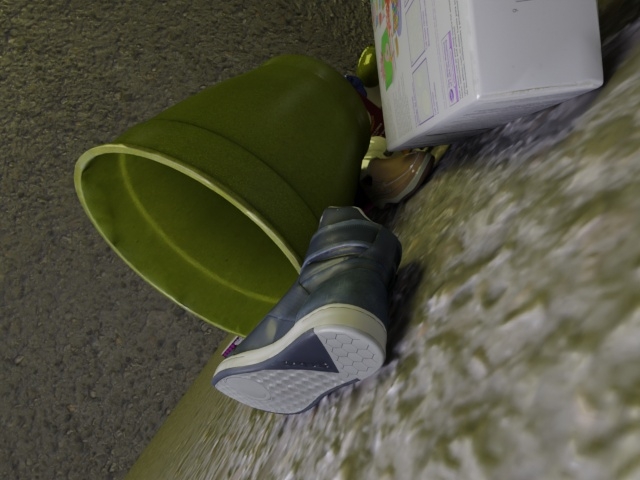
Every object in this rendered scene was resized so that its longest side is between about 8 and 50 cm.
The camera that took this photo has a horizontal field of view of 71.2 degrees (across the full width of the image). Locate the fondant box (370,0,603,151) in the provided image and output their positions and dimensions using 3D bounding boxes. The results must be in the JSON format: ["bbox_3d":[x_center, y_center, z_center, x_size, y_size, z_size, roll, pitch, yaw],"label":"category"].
[{"bbox_3d":[0.126,-0.229,0.449,0.330,0.096,0.239,-119,22,-84],"label":"fondant box"}]

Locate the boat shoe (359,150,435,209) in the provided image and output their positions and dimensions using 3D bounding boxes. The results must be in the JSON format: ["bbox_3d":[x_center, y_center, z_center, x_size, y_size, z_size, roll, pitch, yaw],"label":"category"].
[{"bbox_3d":[0.101,-0.095,0.669,0.068,0.072,0.190,-55,5,-17],"label":"boat shoe"}]

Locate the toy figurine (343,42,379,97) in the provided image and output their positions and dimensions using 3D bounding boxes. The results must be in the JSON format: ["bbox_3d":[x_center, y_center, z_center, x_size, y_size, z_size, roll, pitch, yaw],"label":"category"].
[{"bbox_3d":[0.116,-0.383,1.286,0.363,0.191,0.217,-63,-12,20],"label":"toy figurine"}]

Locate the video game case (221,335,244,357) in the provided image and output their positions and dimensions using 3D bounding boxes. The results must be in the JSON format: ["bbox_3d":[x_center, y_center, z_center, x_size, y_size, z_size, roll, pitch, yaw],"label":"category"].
[{"bbox_3d":[-0.193,0.230,1.350,0.232,0.041,0.210,-49,6,37],"label":"video game case"}]

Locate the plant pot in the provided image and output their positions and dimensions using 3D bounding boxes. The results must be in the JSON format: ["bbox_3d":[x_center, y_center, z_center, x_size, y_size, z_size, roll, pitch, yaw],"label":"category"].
[{"bbox_3d":[-0.091,-0.093,0.688,0.353,0.366,0.366,-58,7,-35],"label":"plant pot"}]

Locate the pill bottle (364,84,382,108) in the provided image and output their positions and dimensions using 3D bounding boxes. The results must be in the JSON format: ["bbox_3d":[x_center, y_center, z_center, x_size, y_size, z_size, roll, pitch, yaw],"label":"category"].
[{"bbox_3d":[0.263,-0.558,1.537,0.224,0.224,0.392,-51,5,28],"label":"pill bottle"}]

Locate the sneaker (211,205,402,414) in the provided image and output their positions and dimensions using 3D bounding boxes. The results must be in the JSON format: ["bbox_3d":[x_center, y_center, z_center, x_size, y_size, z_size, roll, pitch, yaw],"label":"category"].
[{"bbox_3d":[-0.011,0.065,0.424,0.226,0.086,0.164,-36,26,41],"label":"sneaker"}]

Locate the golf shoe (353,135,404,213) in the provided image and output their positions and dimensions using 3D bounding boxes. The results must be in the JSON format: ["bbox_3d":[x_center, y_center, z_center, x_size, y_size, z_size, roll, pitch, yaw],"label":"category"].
[{"bbox_3d":[0.030,-0.093,0.904,0.306,0.115,0.140,-28,33,46],"label":"golf shoe"}]

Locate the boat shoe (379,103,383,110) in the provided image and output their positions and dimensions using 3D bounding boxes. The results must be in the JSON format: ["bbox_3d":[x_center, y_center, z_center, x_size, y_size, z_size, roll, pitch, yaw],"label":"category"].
[{"bbox_3d":[0.217,-0.357,1.256,0.301,0.102,0.108,-55,5,-21],"label":"boat shoe"}]

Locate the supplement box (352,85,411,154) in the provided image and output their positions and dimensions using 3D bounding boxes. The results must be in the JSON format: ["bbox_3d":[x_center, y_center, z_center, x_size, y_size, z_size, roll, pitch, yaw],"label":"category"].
[{"bbox_3d":[0.098,-0.227,0.945,0.104,0.188,0.081,-52,6,8],"label":"supplement box"}]

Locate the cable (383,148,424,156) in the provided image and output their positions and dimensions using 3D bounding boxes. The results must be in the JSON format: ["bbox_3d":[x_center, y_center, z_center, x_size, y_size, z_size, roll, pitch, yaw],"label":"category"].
[{"bbox_3d":[0.208,-0.250,0.760,0.287,0.072,0.139,-56,11,-32],"label":"cable"}]
